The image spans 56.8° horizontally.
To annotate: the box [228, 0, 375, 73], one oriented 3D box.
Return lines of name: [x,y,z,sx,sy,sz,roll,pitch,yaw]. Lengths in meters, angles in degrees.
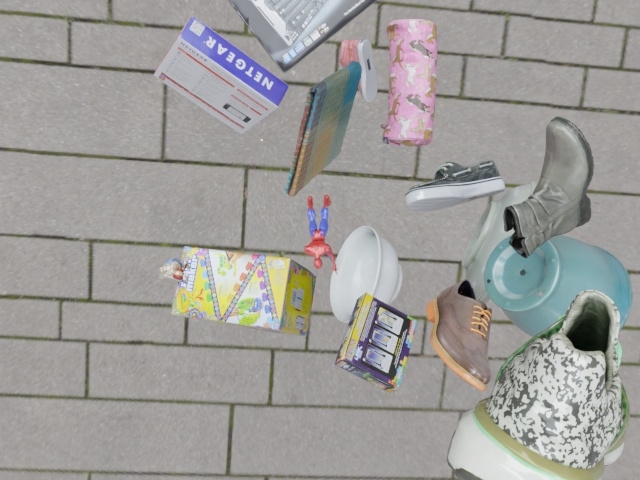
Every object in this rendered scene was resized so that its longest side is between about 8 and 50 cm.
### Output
box: [-0.019,-0.501,1.089,0.308,0.076,0.242,-34,104,13]

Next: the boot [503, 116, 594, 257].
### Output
boot: [0.408,-0.086,1.080,0.161,0.083,0.246,-29,124,-10]

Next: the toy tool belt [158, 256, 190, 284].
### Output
toy tool belt: [-0.260,0.048,1.063,0.052,0.083,0.051,25,69,-26]

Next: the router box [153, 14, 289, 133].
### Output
router box: [-0.303,-0.479,1.781,0.336,0.301,0.082,32,70,-22]

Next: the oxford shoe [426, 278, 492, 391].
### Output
oxford shoe: [0.343,0.207,1.403,0.130,0.363,0.132,34,110,-17]

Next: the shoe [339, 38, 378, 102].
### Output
shoe: [0.107,-0.477,1.664,0.063,0.081,0.177,-40,132,-35]

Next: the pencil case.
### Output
pencil case: [0.276,-0.487,1.839,0.167,0.160,0.385,4,96,8]

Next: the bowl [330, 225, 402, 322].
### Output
bowl: [0.154,0.114,1.793,0.134,0.298,0.297,17,98,-23]

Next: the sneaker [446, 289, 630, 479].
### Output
sneaker: [0.277,0.140,0.627,0.158,0.410,0.182,28,106,23]

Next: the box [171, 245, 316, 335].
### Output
box: [-0.186,0.138,1.547,0.279,0.290,0.176,6,80,14]

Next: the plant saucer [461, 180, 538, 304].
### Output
plant saucer: [0.498,-0.001,1.717,0.101,0.400,0.400,25,97,8]

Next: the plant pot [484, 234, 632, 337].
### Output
plant pot: [0.520,0.100,1.357,0.255,0.272,0.271,23,98,-37]

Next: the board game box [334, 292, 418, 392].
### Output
board game box: [0.123,0.220,1.283,0.141,0.048,0.170,29,56,-8]

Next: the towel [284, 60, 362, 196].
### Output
towel: [0.011,-0.284,1.449,0.040,0.370,0.271,21,119,10]

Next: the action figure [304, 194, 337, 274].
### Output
action figure: [0.000,0.000,1.849,0.092,0.280,0.139,-6,134,8]

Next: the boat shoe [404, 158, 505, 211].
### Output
boat shoe: [0.370,-0.163,1.685,0.335,0.121,0.119,-11,78,-28]
